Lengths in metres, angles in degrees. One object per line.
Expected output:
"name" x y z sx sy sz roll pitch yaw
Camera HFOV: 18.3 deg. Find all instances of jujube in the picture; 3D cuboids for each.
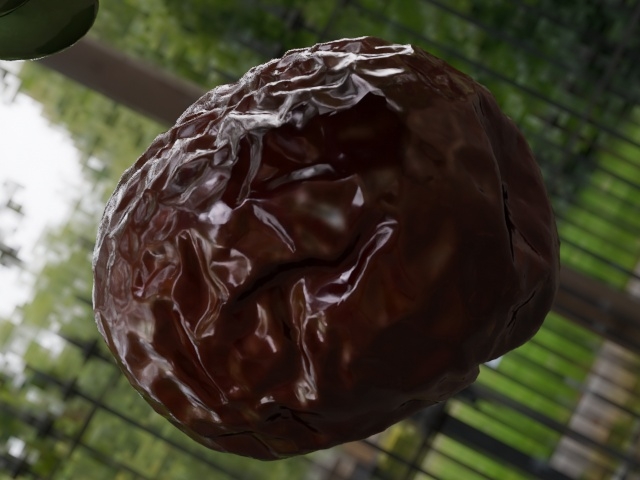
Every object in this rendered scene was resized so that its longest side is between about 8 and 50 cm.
"jujube" 0.000 0.000 1.032 0.232 0.213 0.213 -23 13 24

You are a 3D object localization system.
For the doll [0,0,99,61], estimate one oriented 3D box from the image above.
"doll" -0.033 -0.195 0.834 0.198 0.322 0.186 80 177 -82
